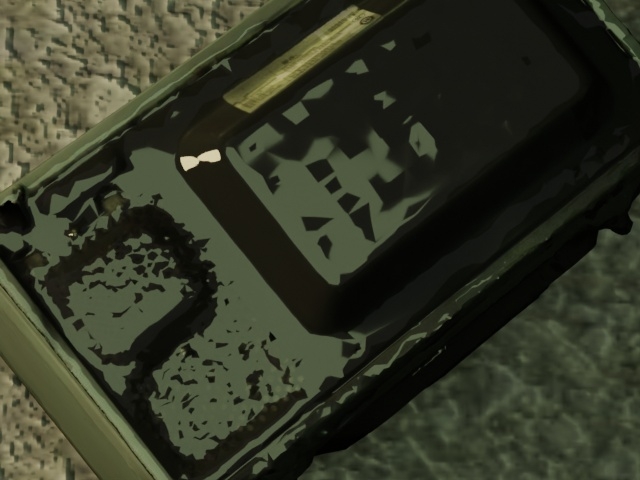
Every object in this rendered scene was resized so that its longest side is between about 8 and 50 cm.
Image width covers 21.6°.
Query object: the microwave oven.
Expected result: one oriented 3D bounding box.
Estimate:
[{"bbox_3d":[0.000,0.000,0.967,0.355,0.286,0.218,-38,87,-17],"label":"microwave oven"}]
